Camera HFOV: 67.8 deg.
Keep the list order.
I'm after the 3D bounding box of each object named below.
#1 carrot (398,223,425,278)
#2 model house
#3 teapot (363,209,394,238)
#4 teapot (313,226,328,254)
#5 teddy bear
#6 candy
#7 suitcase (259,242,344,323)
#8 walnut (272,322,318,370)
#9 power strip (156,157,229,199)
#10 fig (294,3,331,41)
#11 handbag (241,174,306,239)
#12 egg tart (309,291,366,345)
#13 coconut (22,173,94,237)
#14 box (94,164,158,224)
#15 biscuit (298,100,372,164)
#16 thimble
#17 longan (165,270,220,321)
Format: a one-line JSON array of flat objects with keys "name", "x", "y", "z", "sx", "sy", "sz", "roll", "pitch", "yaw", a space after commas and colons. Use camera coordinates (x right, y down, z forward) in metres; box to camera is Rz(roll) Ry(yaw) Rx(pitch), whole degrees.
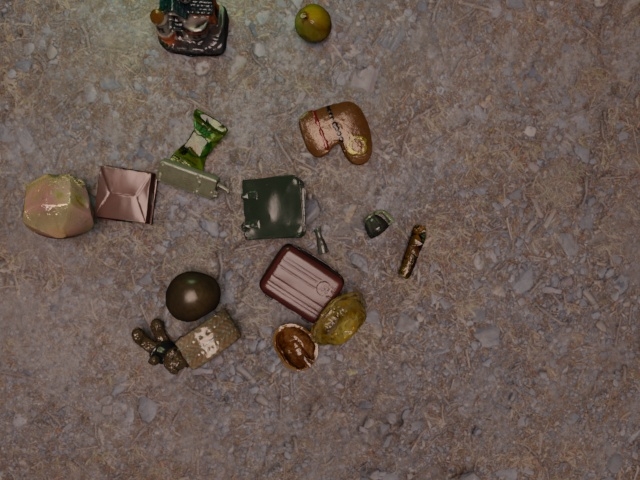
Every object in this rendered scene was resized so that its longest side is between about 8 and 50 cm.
[{"name": "carrot", "x": 0.381, "y": 0.047, "z": 1.970, "sx": 0.068, "sy": 0.069, "sz": 0.229, "roll": 19, "pitch": 94, "yaw": -4}, {"name": "model house", "x": -0.495, "y": -0.836, "z": 1.757, "sx": 0.271, "sy": 0.301, "sz": 0.191, "roll": 6, "pitch": 86, "yaw": -4}, {"name": "teapot", "x": 0.230, "y": -0.070, "z": 1.955, "sx": 0.092, "sy": 0.124, "sz": 0.091, "roll": -43, "pitch": 76, "yaw": 39}, {"name": "teapot", "x": 0.000, "y": 0.000, "z": 1.956, "sx": 0.042, "sy": 0.043, "sz": 0.111, "roll": -15, "pitch": 90, "yaw": -3}, {"name": "teddy bear", "x": -0.623, "y": 0.431, "z": 1.897, "sx": 0.251, "sy": 0.129, "sz": 0.182, "roll": 42, "pitch": 48, "yaw": 15}, {"name": "candy", "x": -0.485, "y": -0.380, "z": 1.888, "sx": 0.149, "sy": 0.069, "sz": 0.246, "roll": 32, "pitch": 97, "yaw": -6}, {"name": "suitcase", "x": -0.073, "y": 0.168, "z": 1.897, "sx": 0.297, "sy": 0.161, "sz": 0.236, "roll": 34, "pitch": 91, "yaw": -4}, {"name": "walnut", "x": -0.098, "y": 0.423, "z": 1.947, "sx": 0.167, "sy": 0.087, "sz": 0.211, "roll": -34, "pitch": 93, "yaw": 5}, {"name": "power strip", "x": -0.499, "y": -0.235, "z": 1.886, "sx": 0.287, "sy": 0.053, "sz": 0.093, "roll": 19, "pitch": 114, "yaw": -8}, {"name": "fig", "x": -0.030, "y": -0.853, "z": 1.870, "sx": 0.152, "sy": 0.120, "sz": 0.136, "roll": -22, "pitch": 89, "yaw": -25}, {"name": "handbag", "x": -0.189, "y": -0.129, "z": 1.897, "sx": 0.259, "sy": 0.079, "sz": 0.248, "roll": -3, "pitch": 91, "yaw": 10}, {"name": "egg tart", "x": 0.085, "y": 0.321, "z": 1.874, "sx": 0.095, "sy": 0.279, "sz": 0.279, "roll": 40, "pitch": 90, "yaw": 34}, {"name": "coconut", "x": -0.967, "y": -0.116, "z": 1.764, "sx": 0.233, "sy": 0.233, "sz": 0.245, "roll": -25, "pitch": 55, "yaw": -2}, {"name": "box", "x": -0.764, "y": -0.176, "z": 1.872, "sx": 0.214, "sy": 0.086, "sz": 0.215, "roll": 9, "pitch": 92, "yaw": -4}, {"name": "biscuit", "x": 0.066, "y": -0.420, "z": 1.929, "sx": 0.276, "sy": 0.052, "sz": 0.262, "roll": -13, "pitch": 94, "yaw": -3}, {"name": "thimble", "x": -0.437, "y": 0.382, "z": 1.867, "sx": 0.229, "sy": 0.196, "sz": 0.148, "roll": -33, "pitch": 89, "yaw": -9}, {"name": "longan", "x": -0.500, "y": 0.218, "z": 1.863, "sx": 0.212, "sy": 0.198, "sz": 0.198, "roll": -10, "pitch": 94, "yaw": -2}]
